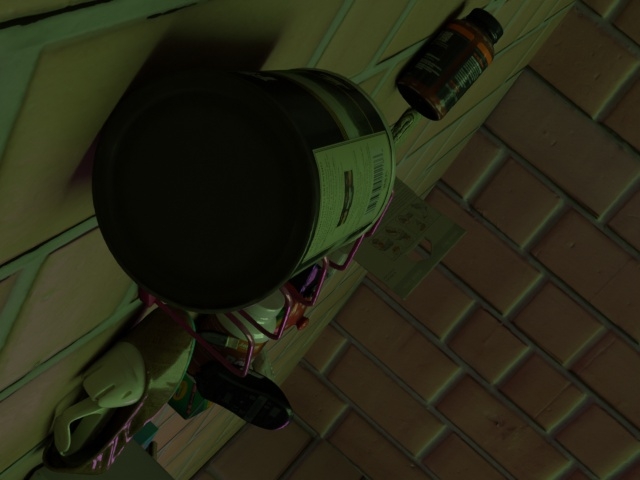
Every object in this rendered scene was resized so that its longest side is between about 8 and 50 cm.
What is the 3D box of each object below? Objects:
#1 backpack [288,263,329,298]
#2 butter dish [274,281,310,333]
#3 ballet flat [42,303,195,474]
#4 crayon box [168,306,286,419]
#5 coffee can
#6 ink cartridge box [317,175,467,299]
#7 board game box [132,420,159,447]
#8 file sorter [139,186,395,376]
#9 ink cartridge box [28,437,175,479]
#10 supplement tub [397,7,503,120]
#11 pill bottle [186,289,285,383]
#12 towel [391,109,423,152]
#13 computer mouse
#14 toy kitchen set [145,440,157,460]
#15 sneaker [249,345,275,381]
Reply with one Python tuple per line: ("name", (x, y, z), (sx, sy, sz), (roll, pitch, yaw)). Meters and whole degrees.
("backpack", (0.000, 0.000, 1.841), (0.173, 0.117, 0.158), (-44, 170, -31))
("butter dish", (-0.076, 0.152, 2.141), (0.160, 0.118, 0.160), (-53, 171, 17))
("ballet flat", (-0.300, 0.225, 1.366), (0.124, 0.116, 0.342), (-6, 143, -51))
("crayon box", (-0.194, 0.230, 1.988), (0.278, 0.081, 0.165), (-50, 172, 5))
("coffee can", (-0.057, -0.061, 0.913), (0.201, 0.201, 0.275), (-52, 172, 19))
("ink cartridge box", (0.096, -0.021, 1.746), (0.296, 0.261, 0.066), (-39, 166, -51))
("board game box", (-0.426, 0.458, 1.914), (0.210, 0.047, 0.160), (-41, 169, -50))
("file sorter", (-0.066, 0.002, 1.238), (0.291, 0.182, 0.202), (-46, 171, -23))
("ink cartridge box", (-0.463, 0.539, 1.644), (0.395, 0.166, 0.285), (-50, 171, 14))
("supplement tub", (0.233, -0.312, 1.692), (0.198, 0.106, 0.106), (-48, 172, -5))
("pill bottle", (-0.155, 0.163, 1.739), (0.216, 0.121, 0.121), (-54, 171, 30))
("towel", (0.168, -0.222, 2.053), (0.148, 0.027, 0.110), (-53, 172, 27))
("computer mouse", (-0.150, 0.222, 1.669), (0.060, 0.262, 0.184), (-70, -175, -48))
("toy kitchen set", (-0.416, 0.478, 2.166), (0.068, 0.075, 0.083), (-15, 139, 12))
("sneaker", (-0.148, 0.276, 2.145), (0.090, 0.094, 0.235), (-41, -153, 25))
